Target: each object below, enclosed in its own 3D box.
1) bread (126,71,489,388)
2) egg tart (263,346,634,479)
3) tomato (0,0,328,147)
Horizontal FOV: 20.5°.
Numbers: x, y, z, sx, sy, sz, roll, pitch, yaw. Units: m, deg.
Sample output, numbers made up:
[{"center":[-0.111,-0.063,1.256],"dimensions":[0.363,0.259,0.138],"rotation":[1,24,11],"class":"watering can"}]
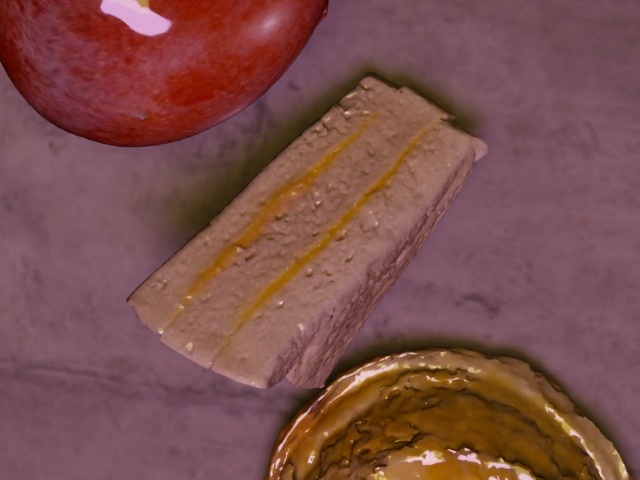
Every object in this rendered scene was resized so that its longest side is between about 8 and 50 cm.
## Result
[{"center":[-0.003,-0.008,0.803],"dimensions":[0.077,0.105,0.152],"rotation":[34,95,19],"class":"bread"},{"center":[0.060,0.143,0.838],"dimensions":[0.191,0.074,0.191],"rotation":[0,96,5],"class":"egg tart"},{"center":[-0.081,-0.120,0.775],"dimensions":[0.167,0.167,0.167],"rotation":[0,95,2],"class":"tomato"}]
